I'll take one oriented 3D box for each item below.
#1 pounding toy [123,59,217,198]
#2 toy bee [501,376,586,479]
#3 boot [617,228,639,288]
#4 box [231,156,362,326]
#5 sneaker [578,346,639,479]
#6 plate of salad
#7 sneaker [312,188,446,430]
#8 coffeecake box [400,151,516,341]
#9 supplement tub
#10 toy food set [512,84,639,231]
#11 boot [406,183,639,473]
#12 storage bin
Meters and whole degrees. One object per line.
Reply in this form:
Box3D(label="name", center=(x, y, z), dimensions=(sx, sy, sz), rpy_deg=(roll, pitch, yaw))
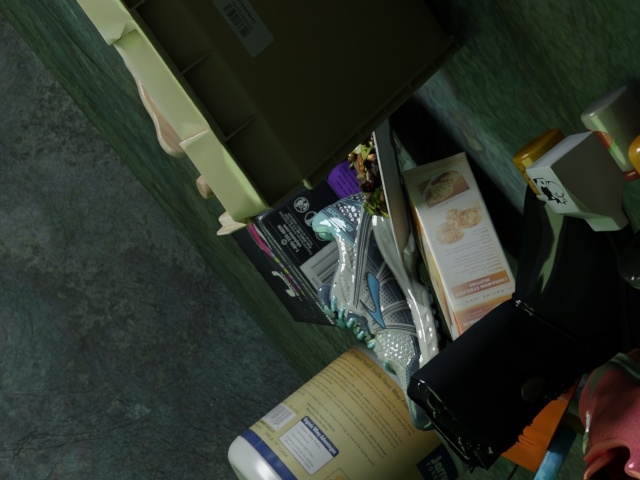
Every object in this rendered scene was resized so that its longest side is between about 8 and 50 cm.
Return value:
Box3D(label="pounding toy", center=(-0.117, -0.188, 1.841), dimensions=(0.270, 0.154, 0.155), rpy_deg=(65, 157, 15))
Box3D(label="toy bee", center=(0.216, 0.184, 1.662), dimensions=(0.195, 0.162, 0.298), rpy_deg=(39, 139, -5))
Box3D(label="boot", center=(0.290, 0.041, 1.082), dimensions=(0.137, 0.077, 0.198), rpy_deg=(37, -175, -9))
Box3D(label="box", center=(0.000, 0.000, 1.933), dimensions=(0.165, 0.143, 0.270), rpy_deg=(54, 170, -5))
Box3D(label="sneaker", center=(0.269, 0.168, 1.375), dimensions=(0.116, 0.136, 0.314), rpy_deg=(53, 169, 1))
Box3D(label="plate of salad", center=(0.053, -0.072, 1.544), dimensions=(0.200, 0.048, 0.200), rpy_deg=(-10, -90, -86))
Box3D(label="sneaker", center=(0.066, 0.079, 1.718), dimensions=(0.110, 0.122, 0.283), rpy_deg=(59, -164, -69))
Box3D(label="coffeecake box", center=(0.142, 0.034, 1.492), dimensions=(0.142, 0.068, 0.185), rpy_deg=(72, 180, -60))
Box3D(label="supplement tub", center=(0.061, 0.269, 2.079), dimensions=(0.228, 0.316, 0.228), rpy_deg=(50, 169, 13))
Box3D(label="toy food set", center=(0.216, -0.037, 0.995), dimensions=(0.104, 0.111, 0.232), rpy_deg=(54, 166, -8))
Box3D(label="boot", center=(0.164, 0.069, 1.308), dimensions=(0.094, 0.207, 0.246), rpy_deg=(42, 165, 41))
Box3D(label="storage bin", center=(-0.059, -0.180, 1.254), dimensions=(0.123, 0.260, 0.262), rpy_deg=(-19, 110, 51))
